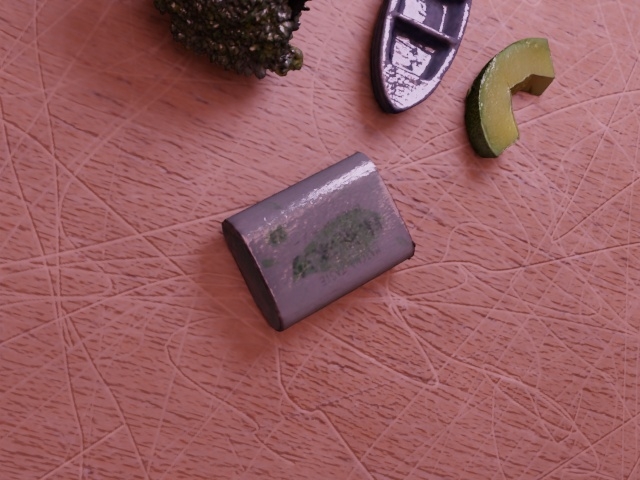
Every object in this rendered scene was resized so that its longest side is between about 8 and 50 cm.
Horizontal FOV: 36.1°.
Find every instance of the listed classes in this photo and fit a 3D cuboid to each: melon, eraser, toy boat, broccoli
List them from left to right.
[{"bbox_3d":[-0.090,-0.353,1.300,0.263,0.247,0.243,40,29,-21],"label":"broccoli"},{"bbox_3d":[0.000,0.000,1.364,0.227,0.081,0.174,-29,95,-22],"label":"eraser"},{"bbox_3d":[0.144,-0.312,1.455,0.127,0.078,0.282,22,77,-18],"label":"toy boat"},{"bbox_3d":[0.288,-0.226,1.509,0.209,0.064,0.118,-44,99,-22],"label":"melon"}]
